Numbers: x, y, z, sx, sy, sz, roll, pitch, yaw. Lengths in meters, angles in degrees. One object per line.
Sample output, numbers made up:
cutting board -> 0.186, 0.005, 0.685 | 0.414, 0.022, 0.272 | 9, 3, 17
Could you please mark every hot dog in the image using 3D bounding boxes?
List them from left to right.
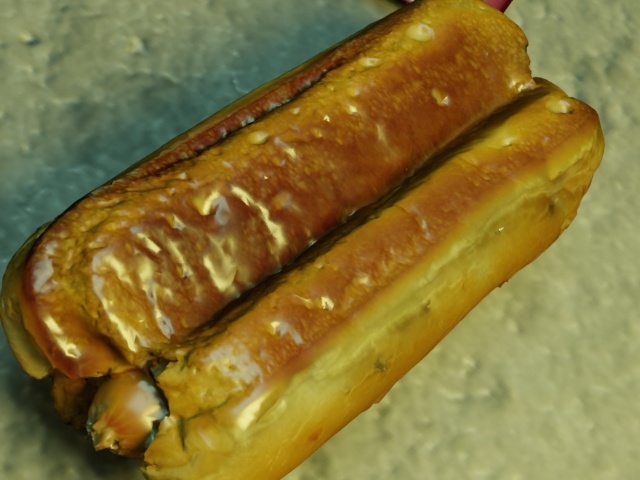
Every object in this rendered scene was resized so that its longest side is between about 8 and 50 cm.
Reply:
hot dog -> 0.000, 0.000, 0.873 | 0.158, 0.117, 0.349 | 45, 52, 10

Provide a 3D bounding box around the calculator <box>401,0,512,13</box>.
calculator -> 0.083, -0.205, 1.108 | 0.126, 0.034, 0.190 | 30, 50, 7
